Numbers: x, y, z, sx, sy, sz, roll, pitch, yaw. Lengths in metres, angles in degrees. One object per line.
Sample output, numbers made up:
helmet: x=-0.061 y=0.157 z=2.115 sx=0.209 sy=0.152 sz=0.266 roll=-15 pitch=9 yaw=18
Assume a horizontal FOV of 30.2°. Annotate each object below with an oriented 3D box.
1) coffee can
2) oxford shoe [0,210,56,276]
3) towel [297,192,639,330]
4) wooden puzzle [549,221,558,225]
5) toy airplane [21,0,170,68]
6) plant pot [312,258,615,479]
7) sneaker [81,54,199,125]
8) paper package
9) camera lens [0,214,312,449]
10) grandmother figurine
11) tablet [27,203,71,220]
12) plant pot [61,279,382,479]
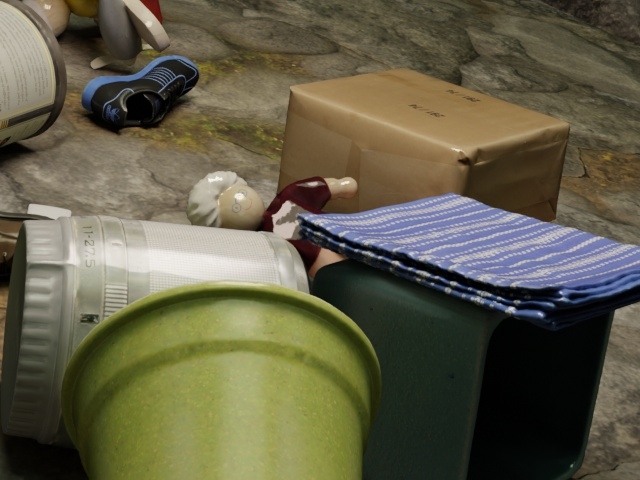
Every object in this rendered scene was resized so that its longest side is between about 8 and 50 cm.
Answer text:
coffee can: x=-0.492 y=-0.196 z=1.530 sx=0.201 sy=0.201 sz=0.275 roll=25 pitch=28 yaw=18
oxford shoe: x=-0.360 y=0.016 z=1.349 sx=0.227 sy=0.083 sz=0.096 roll=15 pitch=46 yaw=1
towel: x=0.170 y=0.003 z=1.150 sx=0.243 sy=0.040 sz=0.336 roll=-11 pitch=21 yaw=-40
wooden puzzle: x=0.315 y=0.022 z=1.712 sx=0.239 sy=0.044 sz=0.221 roll=-5 pitch=33 yaw=-36
toy airplane: x=-0.419 y=-0.462 z=2.016 sx=0.384 sy=0.272 sz=0.386 roll=41 pitch=4 yaw=-20
plant pot: x=0.123 y=0.118 z=1.220 sx=0.252 sy=0.248 sz=0.247 roll=23 pitch=26 yaw=37
sneaker: x=-0.261 y=-0.227 z=1.860 sx=0.090 sy=0.081 sz=0.232 roll=33 pitch=38 yaw=26
paper package: x=0.150 y=-0.119 z=1.717 sx=0.325 sy=0.168 sz=0.309 roll=23 pitch=26 yaw=35
camera lens: x=-0.153 y=0.092 z=1.129 sx=0.274 sy=0.219 sz=0.219 roll=5 pitch=28 yaw=-19
grandmother figurine: x=0.000 y=0.000 z=1.463 sx=0.342 sy=0.104 sz=0.208 roll=20 pitch=49 yaw=-5
tablet: x=-0.343 y=-0.023 z=1.492 sx=0.054 sy=0.006 sz=0.083 roll=9 pitch=27 yaw=-12
plant pot: x=-0.070 y=0.216 z=0.926 sx=0.276 sy=0.276 sz=0.254 roll=8 pitch=38 yaw=-15
